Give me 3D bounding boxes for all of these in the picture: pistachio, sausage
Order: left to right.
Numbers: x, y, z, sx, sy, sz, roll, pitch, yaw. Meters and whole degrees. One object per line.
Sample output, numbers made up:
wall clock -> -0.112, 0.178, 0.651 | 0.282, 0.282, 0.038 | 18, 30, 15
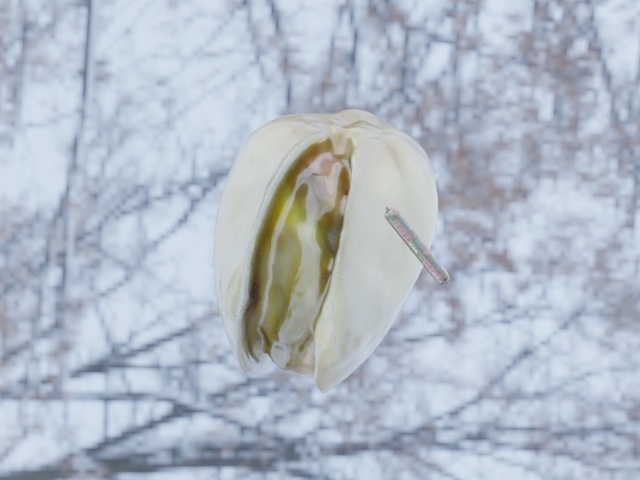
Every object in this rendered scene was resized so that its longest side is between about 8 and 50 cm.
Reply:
pistachio -> 0.000, 0.000, 1.902 | 0.238, 0.229, 0.321 | 76, 28, -54
sausage -> 0.092, 0.006, 1.732 | 0.100, 0.015, 0.015 | 51, -13, -16
